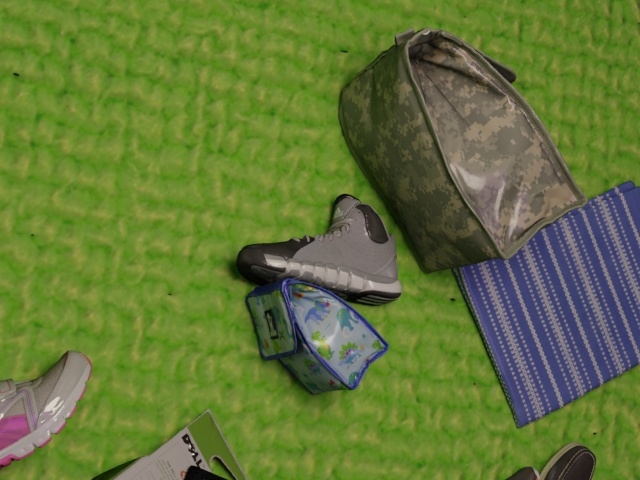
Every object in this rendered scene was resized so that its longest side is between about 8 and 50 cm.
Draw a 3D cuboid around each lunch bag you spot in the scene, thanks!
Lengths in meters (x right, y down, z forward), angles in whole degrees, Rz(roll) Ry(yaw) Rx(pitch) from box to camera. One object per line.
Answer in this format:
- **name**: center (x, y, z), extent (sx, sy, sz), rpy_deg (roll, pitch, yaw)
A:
- **lunch bag**: center (-0.015, 0.108, 1.310), extent (0.151, 0.129, 0.096), rpy_deg (47, 66, -9)
- **lunch bag**: center (0.156, -0.120, 1.367), extent (0.169, 0.235, 0.287), rpy_deg (-34, 95, -19)

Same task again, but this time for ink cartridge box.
- **ink cartridge box**: center (-0.178, 0.331, 1.227), extent (0.189, 0.097, 0.255), rpy_deg (61, 31, -2)

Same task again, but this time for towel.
- **towel**: center (0.359, 0.081, 1.530), extent (0.336, 0.040, 0.243), rpy_deg (-23, 91, -23)

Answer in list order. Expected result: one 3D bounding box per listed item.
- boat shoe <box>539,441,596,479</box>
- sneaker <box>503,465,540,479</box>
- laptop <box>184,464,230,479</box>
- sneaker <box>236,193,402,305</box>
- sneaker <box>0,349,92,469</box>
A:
- **boat shoe**: center (0.304, 0.365, 1.418), extent (0.080, 0.073, 0.223), rpy_deg (48, 68, -28)
- **sneaker**: center (0.217, 0.333, 1.406), extent (0.158, 0.061, 0.065), rpy_deg (-39, 86, -27)
- **laptop**: center (-0.074, 0.420, 1.198), extent (0.234, 0.136, 0.264), rpy_deg (-70, 149, -49)
- **sneaker**: center (0.000, 0.000, 1.371), extent (0.228, 0.086, 0.132), rpy_deg (14, 70, -30)
- **sneaker**: center (-0.356, 0.192, 1.165), extent (0.252, 0.103, 0.111), rpy_deg (-41, 98, -25)
